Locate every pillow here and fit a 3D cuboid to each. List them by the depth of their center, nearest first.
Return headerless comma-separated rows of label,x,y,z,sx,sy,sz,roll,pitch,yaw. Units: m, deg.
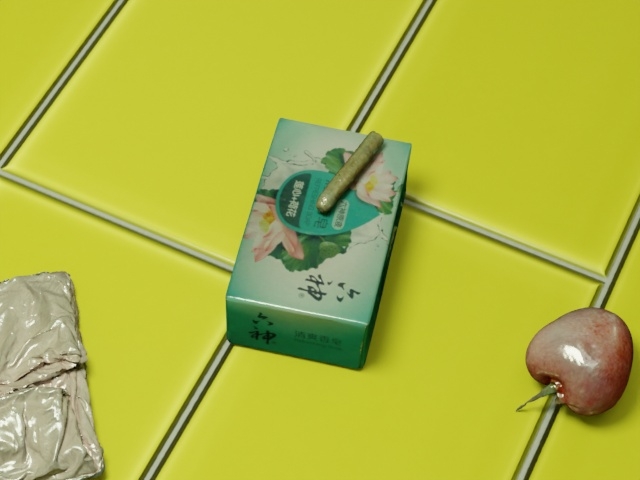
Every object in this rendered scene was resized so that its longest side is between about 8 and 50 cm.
pillow,-0.301,0.138,1.657,0.135,0.049,0.248,-12,54,-5

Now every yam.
yam,0.031,-0.072,1.717,0.021,0.021,0.116,28,59,16

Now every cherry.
cherry,0.264,0.118,1.668,0.106,0.087,0.126,20,60,6

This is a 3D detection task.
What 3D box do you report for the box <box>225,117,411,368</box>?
box,0.000,0.000,1.735,0.153,0.092,0.244,11,56,5
